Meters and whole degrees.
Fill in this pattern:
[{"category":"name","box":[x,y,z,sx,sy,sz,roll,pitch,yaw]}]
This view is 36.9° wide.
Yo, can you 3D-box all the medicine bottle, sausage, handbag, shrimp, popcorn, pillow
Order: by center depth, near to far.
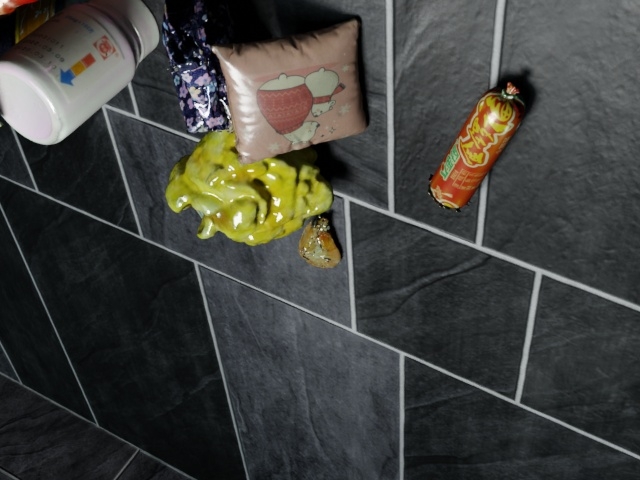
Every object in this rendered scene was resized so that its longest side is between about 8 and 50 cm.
[{"category":"sausage","box":[0.238,-0.148,1.441,0.083,0.083,0.264,34,145,7]},{"category":"pillow","box":[-0.040,-0.233,1.506,0.084,0.236,0.223,-114,14,-46]},{"category":"handbag","box":[-0.187,-0.306,1.547,0.127,0.228,0.207,-5,138,0]},{"category":"medicine bottle","box":[-0.418,-0.310,1.659,0.170,0.293,0.170,24,143,20]},{"category":"popcorn","box":[-0.117,-0.100,1.694,0.250,0.235,0.242,38,134,-20]},{"category":"shrimp","box":[0.000,0.000,1.873,0.091,0.043,0.184,21,150,11]}]

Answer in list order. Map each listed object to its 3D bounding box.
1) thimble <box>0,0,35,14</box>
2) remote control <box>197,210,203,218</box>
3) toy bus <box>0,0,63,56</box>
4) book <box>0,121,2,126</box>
[{"category":"thimble","box":[-0.489,-0.514,1.452,0.350,0.350,0.230,11,141,34]},{"category":"remote control","box":[-0.170,-0.071,1.944,0.234,0.038,0.098,-2,129,46]},{"category":"toy bus","box":[-0.648,-0.485,1.752,0.323,0.194,0.162,35,148,4]},{"category":"book","box":[-0.627,-0.365,1.506,0.371,0.043,0.260,61,173,7]}]
